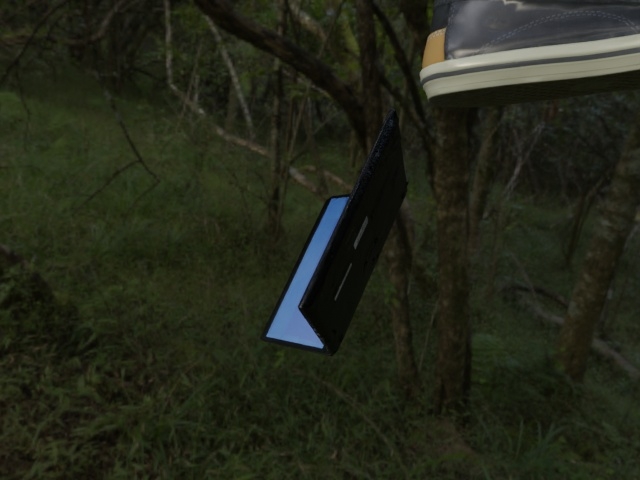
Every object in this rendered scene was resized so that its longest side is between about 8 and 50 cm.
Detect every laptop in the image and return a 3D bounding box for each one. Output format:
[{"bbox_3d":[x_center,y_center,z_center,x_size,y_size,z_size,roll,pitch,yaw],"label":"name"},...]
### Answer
[{"bbox_3d":[0.000,0.000,0.745,0.136,0.264,0.234,18,70,19],"label":"laptop"}]

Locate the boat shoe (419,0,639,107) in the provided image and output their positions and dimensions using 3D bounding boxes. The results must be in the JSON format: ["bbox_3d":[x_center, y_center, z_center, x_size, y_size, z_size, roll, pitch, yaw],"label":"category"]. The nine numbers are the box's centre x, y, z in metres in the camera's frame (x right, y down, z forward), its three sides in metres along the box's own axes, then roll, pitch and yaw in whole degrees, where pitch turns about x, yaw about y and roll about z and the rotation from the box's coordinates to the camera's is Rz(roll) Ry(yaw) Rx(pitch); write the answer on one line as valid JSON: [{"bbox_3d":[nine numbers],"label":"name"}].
[{"bbox_3d":[0.357,-0.248,0.683,0.500,0.156,0.187,-3,0,14],"label":"boat shoe"}]
